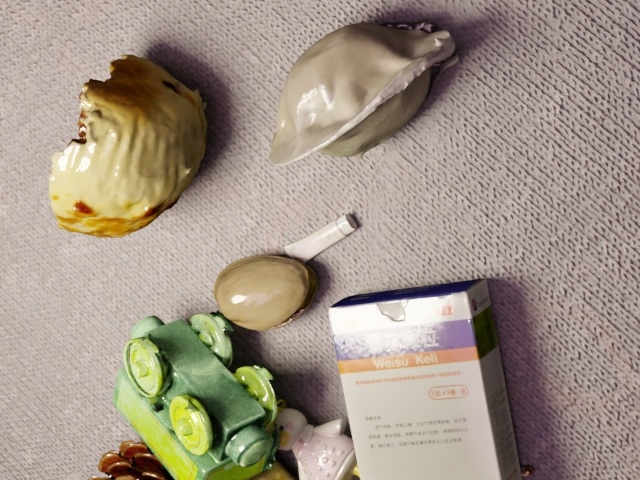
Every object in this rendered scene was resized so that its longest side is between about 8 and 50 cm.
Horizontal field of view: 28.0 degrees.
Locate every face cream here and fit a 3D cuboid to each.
[{"bbox_3d":[0.000,0.000,1.789,0.115,0.020,0.038,-31,99,29],"label":"face cream"}]

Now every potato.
[{"bbox_3d":[-0.076,0.365,1.878,0.138,0.070,0.091,39,131,12],"label":"potato"}]

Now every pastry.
[{"bbox_3d":[-0.249,-0.108,1.741,0.170,0.256,0.236,17,120,10],"label":"pastry"}]

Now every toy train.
[{"bbox_3d":[-0.174,0.227,1.790,0.272,0.159,0.188,45,137,29],"label":"toy train"}]

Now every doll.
[{"bbox_3d":[-0.012,0.295,1.832,0.207,0.081,0.129,32,115,14],"label":"doll"}]

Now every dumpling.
[{"bbox_3d":[0.032,-0.196,1.631,0.293,0.205,0.163,-27,80,34],"label":"dumpling"}]

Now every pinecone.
[{"bbox_3d":[-0.257,0.395,1.897,0.208,0.208,0.207,5,104,21],"label":"pinecone"}]

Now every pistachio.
[{"bbox_3d":[-0.077,0.072,1.797,0.149,0.113,0.113,-16,96,9],"label":"pistachio"}]

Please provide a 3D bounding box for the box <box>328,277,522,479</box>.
[{"bbox_3d":[0.144,0.213,1.727,0.200,0.106,0.299,-8,97,24],"label":"box"}]

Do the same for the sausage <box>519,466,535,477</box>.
[{"bbox_3d":[0.248,0.322,1.768,0.100,0.015,0.015,-11,98,24],"label":"sausage"}]
